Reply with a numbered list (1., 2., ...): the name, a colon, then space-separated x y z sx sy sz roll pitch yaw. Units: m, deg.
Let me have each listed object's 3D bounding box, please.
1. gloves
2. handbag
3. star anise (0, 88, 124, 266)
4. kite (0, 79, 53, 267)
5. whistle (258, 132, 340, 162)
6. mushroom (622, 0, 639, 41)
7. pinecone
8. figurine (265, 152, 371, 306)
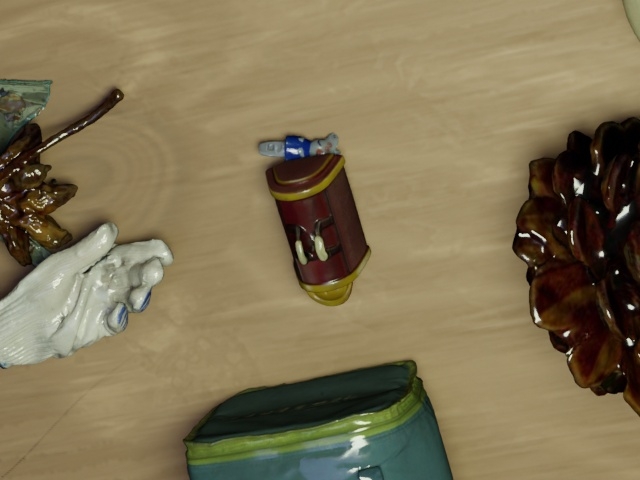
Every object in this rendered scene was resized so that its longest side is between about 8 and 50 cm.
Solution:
1. gloves: -0.254 0.058 1.645 0.229 0.097 0.119 -22 114 16
2. handbag: 0.009 0.274 1.600 0.263 0.222 0.241 -14 98 15
3. star anise: -0.322 -0.076 1.623 0.177 0.073 0.234 21 101 -7
4. kite: -0.399 -0.060 1.680 0.314 0.011 0.335 42 109 -5
5. whistle: -0.021 -0.094 1.600 0.083 0.029 0.033 1 69 4
6. mushroom: 0.391 -0.248 1.401 0.246 0.202 0.246 0 101 -1
7. pinecone: 0.344 0.019 1.459 0.295 0.242 0.298 -22 96 16
8. figurine: -0.001 0.001 1.579 0.082 0.098 0.154 -12 114 10
